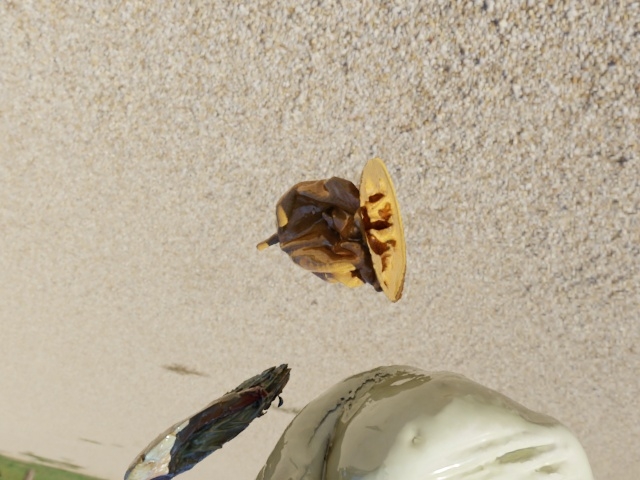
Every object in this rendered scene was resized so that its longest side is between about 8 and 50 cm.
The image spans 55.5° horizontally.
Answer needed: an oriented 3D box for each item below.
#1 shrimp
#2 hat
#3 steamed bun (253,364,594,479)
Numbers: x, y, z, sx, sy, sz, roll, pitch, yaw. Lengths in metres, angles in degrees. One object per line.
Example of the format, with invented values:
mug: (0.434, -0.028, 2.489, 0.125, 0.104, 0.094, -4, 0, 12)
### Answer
shrimp: (-0.097, 0.170, 0.572, 0.042, 0.190, 0.101, 48, 141, 18)
hat: (0.000, 0.000, 0.983, 0.233, 0.244, 0.233, -11, 165, 21)
steamed bun: (0.081, 0.290, 0.564, 0.352, 0.339, 0.247, 58, 172, -9)
